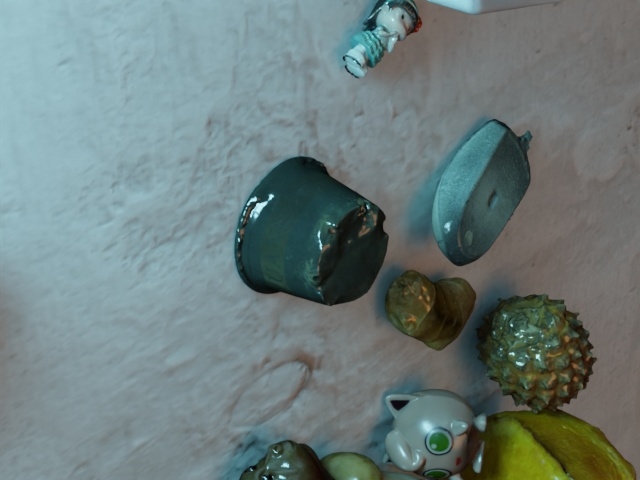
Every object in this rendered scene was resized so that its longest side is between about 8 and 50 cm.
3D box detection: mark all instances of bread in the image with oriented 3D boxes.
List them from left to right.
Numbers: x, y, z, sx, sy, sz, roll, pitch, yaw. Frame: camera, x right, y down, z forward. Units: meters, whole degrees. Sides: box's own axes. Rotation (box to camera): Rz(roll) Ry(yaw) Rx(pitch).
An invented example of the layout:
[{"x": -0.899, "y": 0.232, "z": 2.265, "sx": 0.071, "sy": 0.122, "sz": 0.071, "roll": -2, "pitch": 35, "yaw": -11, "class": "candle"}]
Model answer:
[{"x": 0.294, "y": 0.382, "z": 1.883, "sx": 0.172, "sy": 0.312, "sz": 0.312, "roll": 19, "pitch": 94, "yaw": -42, "class": "bread"}]

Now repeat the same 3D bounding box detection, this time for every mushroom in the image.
[{"x": 0.108, "y": 0.370, "z": 1.729, "sx": 0.350, "sy": 0.128, "sz": 0.128, "roll": 40, "pitch": 76, "yaw": -40, "class": "mushroom"}]

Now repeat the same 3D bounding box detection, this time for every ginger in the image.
[{"x": 0.140, "y": 0.084, "z": 1.688, "sx": 0.190, "sy": 0.069, "sz": 0.095, "roll": 20, "pitch": 98, "yaw": -56, "class": "ginger"}]

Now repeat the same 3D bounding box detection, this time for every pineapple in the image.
[{"x": 0.306, "y": 0.161, "z": 1.870, "sx": 0.166, "sy": 0.166, "sz": 0.193, "roll": -55, "pitch": 137, "yaw": -15, "class": "pineapple"}]

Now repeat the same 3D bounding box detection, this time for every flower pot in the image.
[{"x": 0.000, "y": 0.000, "z": 1.426, "sx": 0.157, "sy": 0.107, "sz": 0.157, "roll": -32, "pitch": 133, "yaw": -41, "class": "flower pot"}]

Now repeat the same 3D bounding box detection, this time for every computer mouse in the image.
[{"x": 0.194, "y": -0.063, "z": 1.678, "sx": 0.229, "sy": 0.068, "sz": 0.113, "roll": -55, "pitch": 132, "yaw": -33, "class": "computer mouse"}]

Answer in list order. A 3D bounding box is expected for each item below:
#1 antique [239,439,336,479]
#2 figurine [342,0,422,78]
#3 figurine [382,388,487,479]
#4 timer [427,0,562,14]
[{"x": -0.048, "y": 0.350, "z": 1.564, "sx": 0.143, "sy": 0.121, "sz": 0.256, "roll": -11, "pitch": 126, "yaw": -39, "class": "antique"}, {"x": 0.066, "y": -0.217, "z": 1.435, "sx": 0.106, "sy": 0.047, "sz": 0.060, "roll": -50, "pitch": 133, "yaw": -18, "class": "figurine"}, {"x": 0.149, "y": 0.256, "z": 1.760, "sx": 0.125, "sy": 0.138, "sz": 0.125, "roll": 5, "pitch": 90, "yaw": -87, "class": "figurine"}, {"x": 0.142, "y": -0.344, "z": 1.329, "sx": 0.194, "sy": 0.195, "sz": 0.192, "roll": -19, "pitch": 124, "yaw": -47, "class": "timer"}]
